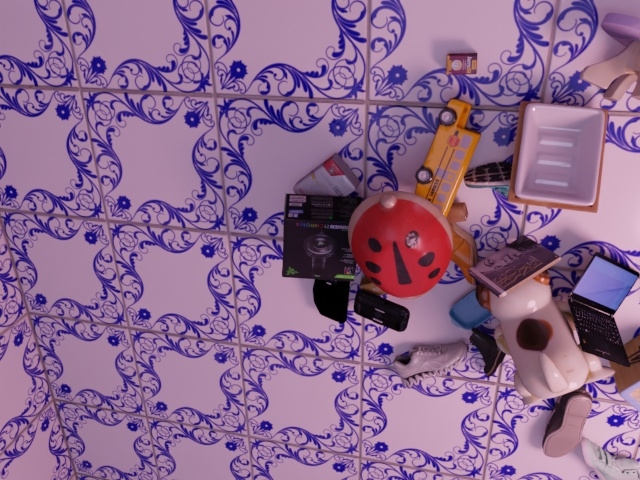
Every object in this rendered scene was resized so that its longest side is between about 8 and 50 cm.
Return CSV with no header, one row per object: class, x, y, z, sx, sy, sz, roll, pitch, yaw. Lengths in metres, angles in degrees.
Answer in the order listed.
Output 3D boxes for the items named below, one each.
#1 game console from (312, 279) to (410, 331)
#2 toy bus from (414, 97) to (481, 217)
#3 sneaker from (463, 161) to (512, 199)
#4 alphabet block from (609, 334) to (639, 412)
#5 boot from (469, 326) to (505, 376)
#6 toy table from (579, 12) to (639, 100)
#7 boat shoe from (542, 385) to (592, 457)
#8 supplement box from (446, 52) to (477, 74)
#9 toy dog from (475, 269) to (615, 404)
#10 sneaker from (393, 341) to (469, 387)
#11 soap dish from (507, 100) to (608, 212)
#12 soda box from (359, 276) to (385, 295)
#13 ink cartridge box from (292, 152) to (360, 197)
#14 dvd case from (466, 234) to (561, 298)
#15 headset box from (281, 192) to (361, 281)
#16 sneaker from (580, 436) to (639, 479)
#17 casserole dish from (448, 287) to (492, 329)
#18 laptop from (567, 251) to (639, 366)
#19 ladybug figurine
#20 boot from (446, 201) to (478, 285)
game console,0.134,0.226,2.003,0.361,0.044,0.213,21,132,21
toy bus,0.369,-0.240,1.685,0.130,0.108,0.332,23,109,10
sneaker,0.564,-0.161,1.711,0.276,0.107,0.110,6,130,16
alphabet block,1.056,0.426,1.807,0.192,0.197,0.193,42,120,-6
boot,0.567,0.382,2.003,0.137,0.077,0.197,30,141,19
toy table,0.797,-0.429,1.439,0.274,0.252,0.160,28,104,11
boat shoe,0.872,0.635,2.042,0.112,0.095,0.335,12,124,7
supplement box,0.396,-0.494,1.617,0.083,0.043,0.054,2,115,15
toy dog,0.635,0.272,1.760,0.285,0.395,0.407,-32,67,30
sneaker,0.390,0.424,2.061,0.292,0.110,0.118,-32,95,27
soap dish,0.644,-0.224,1.577,0.229,0.118,0.290,8,82,12
soda box,0.228,0.144,1.983,0.181,0.061,0.058,-18,111,24
ink cartridge box,0.018,-0.180,1.872,0.175,0.072,0.127,-33,105,28
dvd case,0.576,0.074,1.734,0.221,0.164,0.018,-31,122,-7
headset box,0.000,0.000,1.876,0.247,0.131,0.283,4,133,-3
sneaker,1.033,0.771,2.049,0.151,0.094,0.256,-27,116,32
casserole dish,0.522,0.225,1.954,0.114,0.037,0.188,42,119,-7
laptop,0.857,0.207,1.694,0.234,0.264,0.136,20,140,-28
ladybug figurine,0.237,0.032,1.702,0.305,0.161,0.449,-10,141,17
boot,0.385,0.016,1.860,0.211,0.104,0.295,-8,109,26
